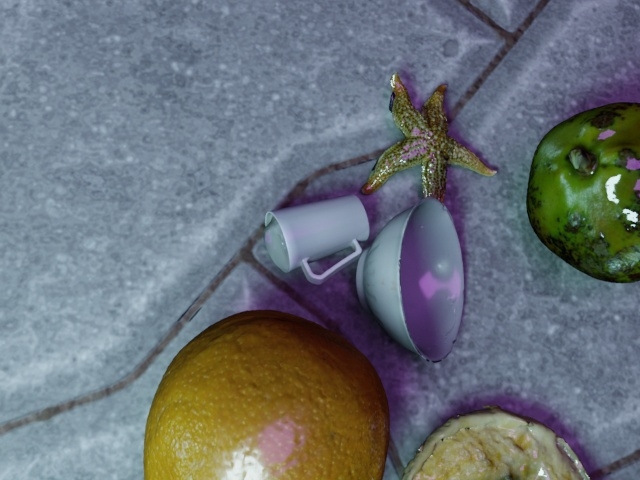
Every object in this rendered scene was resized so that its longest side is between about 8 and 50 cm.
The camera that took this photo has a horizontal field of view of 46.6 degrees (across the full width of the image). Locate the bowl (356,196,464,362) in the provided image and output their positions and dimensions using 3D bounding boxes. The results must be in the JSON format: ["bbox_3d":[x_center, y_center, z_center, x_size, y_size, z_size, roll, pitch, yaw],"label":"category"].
[{"bbox_3d":[0.096,0.047,0.867,0.086,0.189,0.189,-4,70,32],"label":"bowl"}]

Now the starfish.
[{"bbox_3d":[0.150,-0.116,0.965,0.175,0.053,0.208,13,78,-17],"label":"starfish"}]

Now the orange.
[{"bbox_3d":[-0.051,0.202,0.726,0.264,0.264,0.264,3,74,-10],"label":"orange"}]

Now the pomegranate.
[{"bbox_3d":[0.396,-0.059,0.909,0.276,0.204,0.222,1,59,-14],"label":"pomegranate"}]

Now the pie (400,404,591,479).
[{"bbox_3d":[0.205,0.319,0.820,0.274,0.055,0.274,8,67,-19],"label":"pie"}]

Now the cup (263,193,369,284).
[{"bbox_3d":[0.000,0.000,0.883,0.116,0.074,0.104,-16,59,-19],"label":"cup"}]
